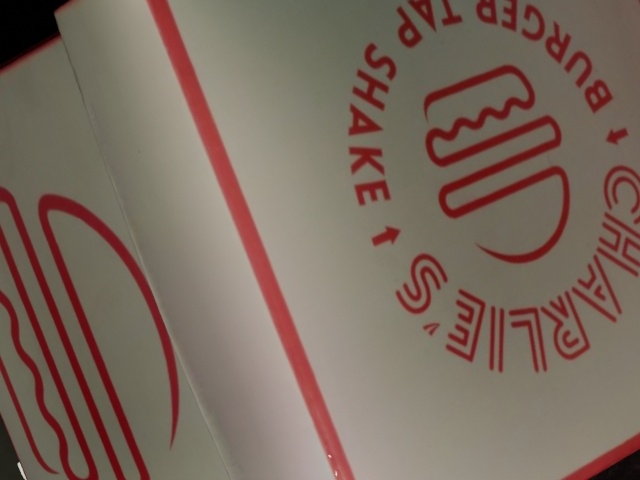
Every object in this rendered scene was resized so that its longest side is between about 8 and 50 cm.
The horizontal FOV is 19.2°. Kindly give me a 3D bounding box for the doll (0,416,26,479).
[{"bbox_3d":[-0.042,0.175,1.230,0.382,0.252,0.379,-44,141,-30],"label":"doll"}]

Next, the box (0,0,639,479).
[{"bbox_3d":[0.000,0.000,1.018,0.314,0.300,0.312,-23,93,-38],"label":"box"}]
